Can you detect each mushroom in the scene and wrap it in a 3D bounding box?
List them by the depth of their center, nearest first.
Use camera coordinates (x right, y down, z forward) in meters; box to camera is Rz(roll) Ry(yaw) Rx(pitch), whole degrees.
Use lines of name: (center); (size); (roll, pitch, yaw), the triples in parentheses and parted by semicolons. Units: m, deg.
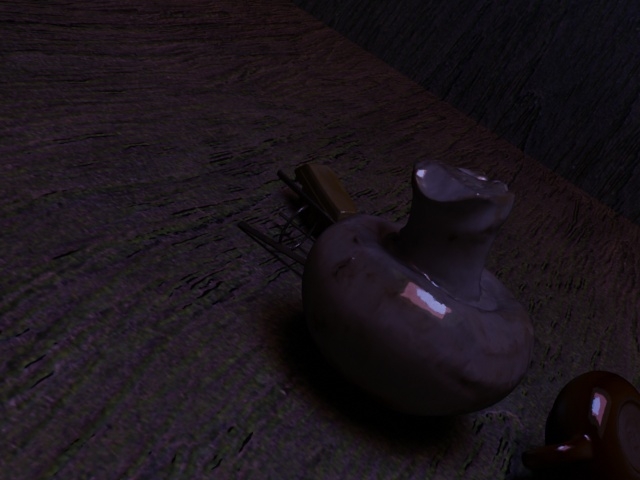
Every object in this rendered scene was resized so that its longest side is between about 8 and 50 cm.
mushroom: (0.136, 0.056, 1.133); (0.297, 0.290, 0.297); (26, 22, -11)

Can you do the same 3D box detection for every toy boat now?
toy boat: (0.009, -0.051, 1.507); (0.057, 0.077, 0.200); (3, 35, -28)

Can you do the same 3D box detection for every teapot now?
teapot: (0.330, 0.260, 1.192); (0.252, 0.135, 0.178); (1, 69, -44)

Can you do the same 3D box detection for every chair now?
chair: (-0.001, 0.001, 1.347); (0.221, 0.095, 0.104); (41, 34, 22)
